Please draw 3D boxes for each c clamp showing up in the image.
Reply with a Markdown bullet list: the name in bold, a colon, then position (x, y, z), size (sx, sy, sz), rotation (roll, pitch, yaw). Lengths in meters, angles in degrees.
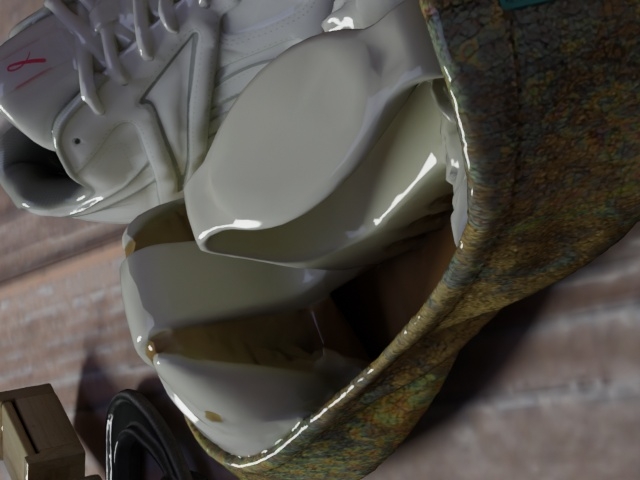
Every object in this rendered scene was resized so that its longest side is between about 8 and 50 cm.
- **c clamp**: position (-0.068, 0.151, 0.863), size (0.137, 0.022, 0.160), rotation (-153, 58, -61)

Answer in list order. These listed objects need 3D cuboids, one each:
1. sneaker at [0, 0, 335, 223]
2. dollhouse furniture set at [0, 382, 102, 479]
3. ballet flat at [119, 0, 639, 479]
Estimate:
- **sneaker**: position (-0.057, -0.069, 0.683), size (0.090, 0.115, 0.232), rotation (65, 147, 27)
- **dollhouse furniture set**: position (-0.150, 0.192, 0.904), size (0.182, 0.101, 0.161), rotation (-127, 36, -47)
- **ballet flat**: position (0.000, 0.000, 0.604), size (0.348, 0.123, 0.123), rotation (-46, 58, 55)
